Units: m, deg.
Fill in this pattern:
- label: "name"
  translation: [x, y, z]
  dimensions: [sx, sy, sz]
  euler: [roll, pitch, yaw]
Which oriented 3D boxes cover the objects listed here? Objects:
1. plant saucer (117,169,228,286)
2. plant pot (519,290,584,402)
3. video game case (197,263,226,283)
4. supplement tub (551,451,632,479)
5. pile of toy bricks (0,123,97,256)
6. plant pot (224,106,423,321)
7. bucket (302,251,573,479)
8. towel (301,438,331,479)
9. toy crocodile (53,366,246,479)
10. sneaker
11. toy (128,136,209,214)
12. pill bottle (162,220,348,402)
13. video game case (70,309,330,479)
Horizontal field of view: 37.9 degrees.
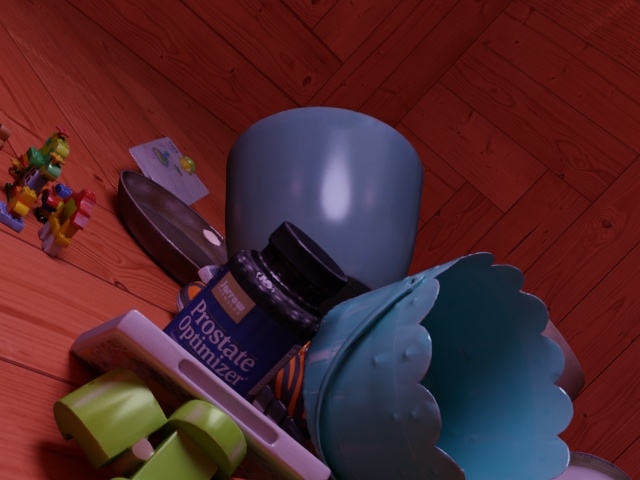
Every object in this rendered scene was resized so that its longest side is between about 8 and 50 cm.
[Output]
- label: "plant saucer"
  translation: [-0.208, 0.010, 1.473]
  dimensions: [0.310, 0.050, 0.310]
  euler: [42, 7, -7]
- label: "plant pot"
  translation: [0.207, 0.212, 1.330]
  dimensions: [0.323, 0.280, 0.323]
  euler: [54, -4, 5]
- label: "video game case"
  translation: [-0.090, 0.110, 1.356]
  dimensions: [0.173, 0.022, 0.190]
  euler: [60, 18, 9]
- label: "supplement tub"
  translation: [0.366, 0.438, 1.354]
  dimensions: [0.235, 0.235, 0.325]
  euler: [45, 7, 17]
- label: "pile of toy bricks"
  translation: [-0.332, -0.087, 1.103]
  dimensions: [0.118, 0.105, 0.212]
  euler: [38, 8, -37]
- label: "plant pot"
  translation: [0.000, 0.000, 1.307]
  dimensions: [0.293, 0.293, 0.235]
  euler: [38, 41, -37]
- label: "bucket"
  translation: [0.125, 0.164, 1.006]
  dimensions: [0.281, 0.183, 0.281]
  euler: [19, 63, -43]
- label: "towel"
  translation: [0.105, 0.373, 1.009]
  dimensions: [0.329, 0.037, 0.237]
  euler: [42, 11, -15]
- label: "toy crocodile"
  translation: [-0.069, 0.231, 0.700]
  dimensions: [0.340, 0.105, 0.115]
  euler: [44, 48, -1]
- label: "sneaker"
  translation: [-0.030, 0.132, 1.173]
  dimensions: [0.321, 0.180, 0.124]
  euler: [45, 7, 17]
- label: "toy"
  translation: [-0.288, -0.113, 1.710]
  dimensions: [0.137, 0.056, 0.237]
  euler: [55, 16, -5]
- label: "pill bottle"
  translation: [-0.079, 0.089, 0.989]
  dimensions: [0.123, 0.219, 0.123]
  euler: [43, 7, -6]
- label: "video game case"
  translation: [-0.115, 0.144, 0.814]
  dimensions: [0.206, 0.026, 0.227]
  euler: [42, -23, -12]
